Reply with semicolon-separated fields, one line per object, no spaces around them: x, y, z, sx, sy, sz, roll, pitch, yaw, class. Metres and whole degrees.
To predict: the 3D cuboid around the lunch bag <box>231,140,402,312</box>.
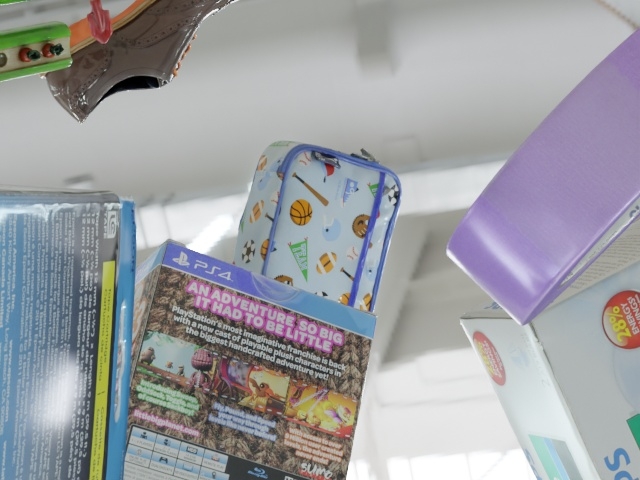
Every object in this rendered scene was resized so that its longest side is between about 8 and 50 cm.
0.000;0.000;2.086;0.243;0.303;0.115;17;178;-31;lunch bag

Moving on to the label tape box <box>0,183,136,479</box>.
-0.218;0.088;0.896;0.115;0.249;0.347;4;-177;7;label tape box

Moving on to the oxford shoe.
-0.169;-0.215;1.465;0.271;0.098;0.097;-31;179;-17;oxford shoe

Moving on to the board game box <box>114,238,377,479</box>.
-0.099;0.183;1.332;0.232;0.291;0.141;21;155;-19;board game box

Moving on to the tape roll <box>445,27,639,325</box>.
0.227;-0.058;1.116;0.275;0.090;0.275;-43;168;-11;tape roll

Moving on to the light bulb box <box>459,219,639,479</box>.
0.425;0.169;1.660;0.361;0.358;0.225;-27;-176;-14;light bulb box

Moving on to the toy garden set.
-0.228;-0.272;1.233;0.049;0.244;0.203;17;-155;36;toy garden set
